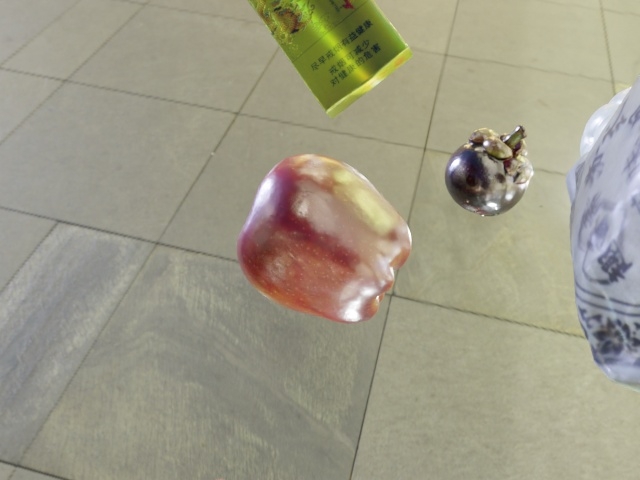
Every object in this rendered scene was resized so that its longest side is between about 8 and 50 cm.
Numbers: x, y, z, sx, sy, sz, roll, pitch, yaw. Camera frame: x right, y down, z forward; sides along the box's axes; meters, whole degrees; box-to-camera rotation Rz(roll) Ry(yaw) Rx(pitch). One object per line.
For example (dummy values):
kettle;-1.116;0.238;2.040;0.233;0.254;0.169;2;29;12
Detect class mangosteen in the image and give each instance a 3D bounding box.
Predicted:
mangosteen;0.428;-0.183;1.532;0.211;0.250;0.211;18;37;-14

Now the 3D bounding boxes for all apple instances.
apple;0.000;0.000;1.144;0.317;0.288;0.288;33;51;7

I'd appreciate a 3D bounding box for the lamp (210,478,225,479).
lamp;-0.180;0.475;1.082;0.092;0.107;0.107;5;35;-47

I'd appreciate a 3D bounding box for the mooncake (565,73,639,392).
mooncake;0.262;-0.044;0.384;0.136;0.250;0.254;16;47;-8

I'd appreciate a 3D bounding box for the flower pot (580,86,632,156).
flower pot;0.604;-0.165;1.134;0.246;0.246;0.195;-39;19;-34

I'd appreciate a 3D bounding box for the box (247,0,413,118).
box;0.001;-0.380;1.054;0.173;0.043;0.311;-37;74;13
